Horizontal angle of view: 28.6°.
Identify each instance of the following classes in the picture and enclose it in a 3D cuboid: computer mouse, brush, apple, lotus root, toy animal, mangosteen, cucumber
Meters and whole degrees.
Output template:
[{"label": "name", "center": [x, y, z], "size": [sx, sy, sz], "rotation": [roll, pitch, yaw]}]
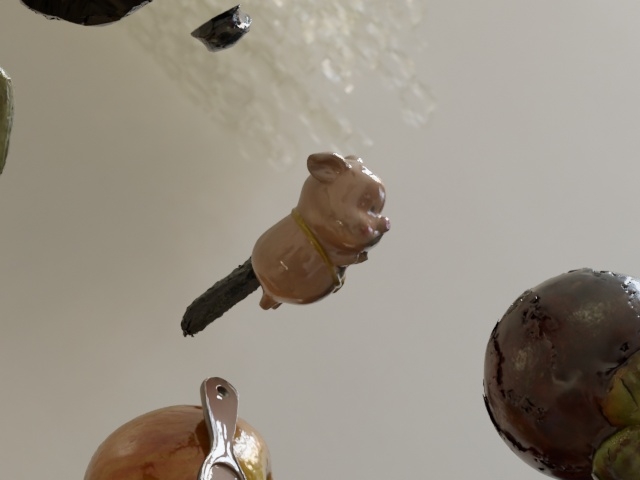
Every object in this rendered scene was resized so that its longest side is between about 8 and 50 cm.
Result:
[{"label": "computer mouse", "center": [-0.130, -0.286, 1.717], "size": [0.079, 0.047, 0.135], "rotation": [-27, 10, 9]}, {"label": "brush", "center": [-0.124, 0.270, 1.450], "size": [0.067, 0.072, 0.313], "rotation": [-50, 25, 23]}, {"label": "apple", "center": [-0.166, 0.344, 1.575], "size": [0.233, 0.286, 0.286], "rotation": [-13, -8, 6]}, {"label": "lotus root", "center": [-0.378, -0.111, 1.344], "size": [0.077, 0.090, 0.183], "rotation": [-12, -52, -49]}, {"label": "toy animal", "center": [0.000, -0.001, 1.753], "size": [0.248, 0.149, 0.165], "rotation": [-58, -3, 8]}, {"label": "mangosteen", "center": [0.203, 0.105, 0.862], "size": [0.166, 0.180, 0.166], "rotation": [-15, -56, -23]}, {"label": "cucumber", "center": [-0.143, 0.084, 1.912], "size": [0.181, 0.053, 0.053], "rotation": [-40, -9, 3]}]

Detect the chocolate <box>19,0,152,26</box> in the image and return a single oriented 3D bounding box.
[{"label": "chocolate", "center": [-0.104, -0.219, 0.853], "size": [0.126, 0.148, 0.343], "rotation": [-64, 0, 18]}]
